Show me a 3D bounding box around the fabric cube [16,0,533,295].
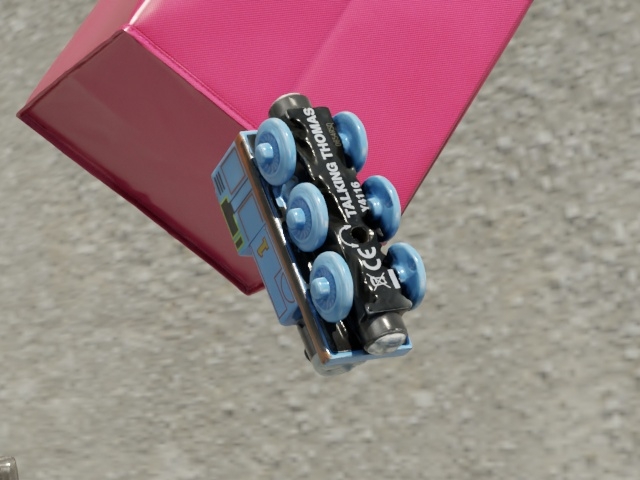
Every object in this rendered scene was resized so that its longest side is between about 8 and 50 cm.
[{"bbox_3d":[-0.036,-0.146,1.459,0.259,0.254,0.258,39,64,-16],"label":"fabric cube"}]

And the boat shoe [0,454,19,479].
[{"bbox_3d":[-0.187,0.193,1.154,0.049,0.056,0.152,-17,132,-1],"label":"boat shoe"}]

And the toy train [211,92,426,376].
[{"bbox_3d":[0.000,0.000,1.153,0.080,0.105,0.184,-7,62,-31],"label":"toy train"}]
